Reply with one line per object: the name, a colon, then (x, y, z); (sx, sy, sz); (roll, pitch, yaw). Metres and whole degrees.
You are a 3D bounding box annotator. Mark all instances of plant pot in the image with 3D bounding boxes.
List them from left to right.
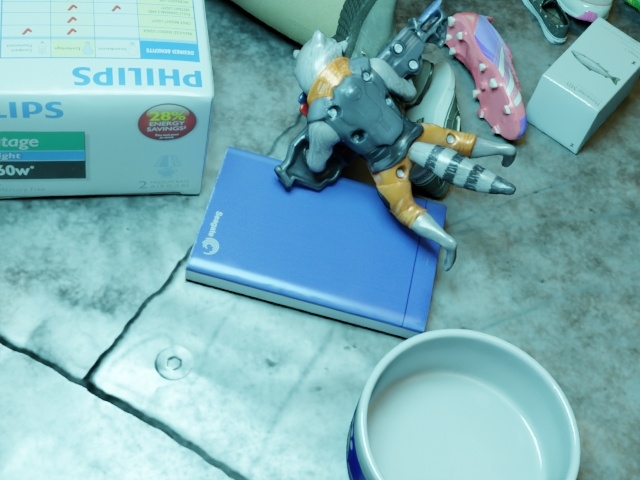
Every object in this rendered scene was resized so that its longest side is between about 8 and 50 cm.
plant pot: (-0.032, -0.418, 1.584); (0.274, 0.256, 0.256); (47, 60, 0)

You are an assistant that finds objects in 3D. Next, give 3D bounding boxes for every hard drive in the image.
hard drive: (0.000, 0.000, 1.414); (0.318, 0.040, 0.210); (15, 56, -1)

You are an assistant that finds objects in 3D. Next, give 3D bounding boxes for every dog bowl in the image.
dog bowl: (0.165, 0.244, 1.245); (0.264, 0.104, 0.265); (5, 57, -7)

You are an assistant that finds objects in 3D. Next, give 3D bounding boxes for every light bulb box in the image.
light bulb box: (-0.340, -0.261, 1.412); (0.357, 0.225, 0.361); (-2, 58, -12)

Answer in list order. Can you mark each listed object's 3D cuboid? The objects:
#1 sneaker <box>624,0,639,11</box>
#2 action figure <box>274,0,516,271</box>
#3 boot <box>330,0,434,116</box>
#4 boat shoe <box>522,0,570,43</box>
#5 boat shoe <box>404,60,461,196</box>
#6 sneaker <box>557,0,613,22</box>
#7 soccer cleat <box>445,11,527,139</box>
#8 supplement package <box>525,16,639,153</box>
sneaker: (0.580, -0.405, 1.771); (0.123, 0.109, 0.296); (-13, 59, 8)
action figure: (0.115, -0.175, 1.382); (0.330, 0.178, 0.341); (35, 82, -6)
boot: (0.100, -0.284, 1.509); (0.161, 0.247, 0.083); (25, 16, -24)
boat shoe: (0.379, -0.391, 1.745); (0.049, 0.040, 0.142); (-12, 60, -18)
boat shoe: (0.169, -0.164, 1.541); (0.070, 0.077, 0.219); (37, 53, -36)
sneaker: (0.458, -0.476, 1.774); (0.102, 0.111, 0.252); (11, 56, -4)
soccer cleat: (0.273, -0.261, 1.619); (0.095, 0.083, 0.248); (-10, 56, -22)
supplement package: (0.411, -0.240, 1.612); (0.105, 0.105, 0.179); (37, 58, 13)
